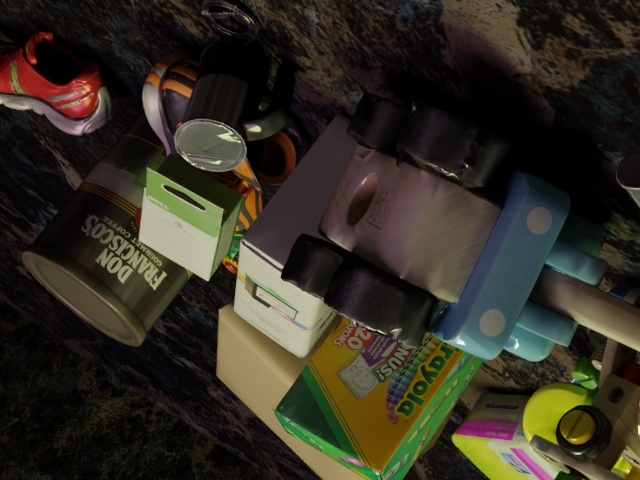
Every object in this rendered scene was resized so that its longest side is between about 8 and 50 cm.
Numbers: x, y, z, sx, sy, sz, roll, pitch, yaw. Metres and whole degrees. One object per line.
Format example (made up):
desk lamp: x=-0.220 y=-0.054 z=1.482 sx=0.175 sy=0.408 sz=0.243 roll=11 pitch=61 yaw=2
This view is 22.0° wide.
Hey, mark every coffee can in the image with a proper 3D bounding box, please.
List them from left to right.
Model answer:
coffee can: x=-0.245 y=-0.024 z=2.251 sx=0.201 sy=0.275 sz=0.201 roll=33 pitch=162 yaw=12

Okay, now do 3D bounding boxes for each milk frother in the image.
milk frother: x=-0.111 y=-0.178 z=1.835 sx=0.129 sy=0.135 sz=0.143 roll=-21 pitch=129 yaw=33

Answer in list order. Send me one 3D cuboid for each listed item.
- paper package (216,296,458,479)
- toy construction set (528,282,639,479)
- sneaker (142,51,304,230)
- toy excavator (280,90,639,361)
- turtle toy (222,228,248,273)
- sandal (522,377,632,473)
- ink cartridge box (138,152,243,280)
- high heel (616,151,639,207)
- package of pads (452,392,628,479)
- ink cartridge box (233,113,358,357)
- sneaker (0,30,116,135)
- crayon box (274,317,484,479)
paper package: x=0.013 y=0.203 z=2.350 sx=0.325 sy=0.168 sz=0.309 roll=43 pitch=162 yaw=13
toy construction set: x=0.374 y=0.225 z=1.764 sx=0.309 sy=0.237 sz=0.257 roll=30 pitch=161 yaw=20
sneaker: x=-0.102 y=-0.089 z=2.064 sx=0.180 sy=0.125 sz=0.321 roll=28 pitch=160 yaw=30
toy excavator: x=0.239 y=0.048 z=1.635 sx=0.445 sy=0.222 sz=0.433 roll=23 pitch=-177 yaw=-20
turtle toy: x=-0.104 y=0.025 z=2.454 sx=0.130 sy=0.066 sz=0.095 roll=30 pitch=161 yaw=22
sandal: x=0.404 y=0.243 z=2.002 sx=0.317 sy=0.126 sz=0.138 roll=28 pitch=-161 yaw=4
ink cartridge box: x=-0.160 y=-0.039 z=2.035 sx=0.109 sy=0.062 sz=0.209 roll=31 pitch=154 yaw=6
high heel: x=0.399 y=-0.002 z=1.428 sx=0.261 sy=0.093 sz=0.186 roll=19 pitch=168 yaw=36
package of pads: x=0.350 y=0.338 z=2.325 sx=0.296 sy=0.101 sz=0.229 roll=43 pitch=161 yaw=-16
ink cartridge box: x=0.000 y=0.000 z=1.965 sx=0.117 sy=0.201 sz=0.278 roll=34 pitch=162 yaw=7
sneaker: x=-0.396 y=-0.248 z=2.316 sx=0.279 sy=0.107 sz=0.118 roll=22 pitch=139 yaw=31
crayon box: x=0.092 y=0.158 z=2.062 sx=0.165 sy=0.278 sz=0.081 roll=28 pitch=161 yaw=26
